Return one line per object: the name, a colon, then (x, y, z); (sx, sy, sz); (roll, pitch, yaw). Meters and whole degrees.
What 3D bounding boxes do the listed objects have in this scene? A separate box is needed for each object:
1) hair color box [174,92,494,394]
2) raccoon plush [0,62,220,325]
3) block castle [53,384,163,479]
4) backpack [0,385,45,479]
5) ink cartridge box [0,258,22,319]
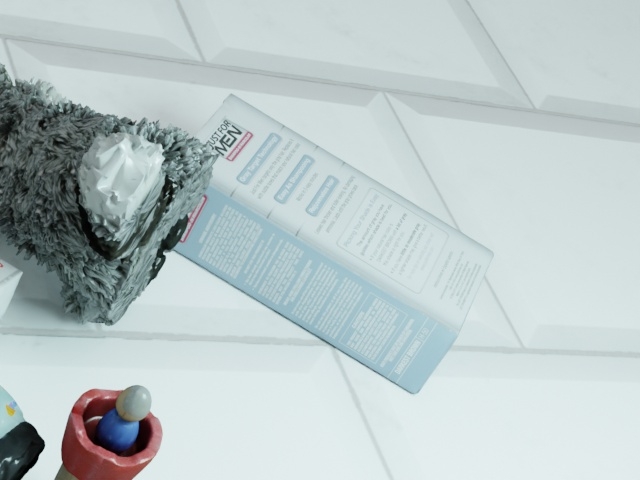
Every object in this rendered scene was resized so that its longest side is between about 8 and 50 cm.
hair color box: (0.000, 0.000, 1.864); (0.374, 0.113, 0.185); (32, 35, 1)
raccoon plush: (-0.272, -0.105, 1.581); (0.299, 0.446, 0.216); (32, 67, 4)
block castle: (-0.195, 0.327, 1.239); (0.303, 0.213, 0.453); (38, 36, 10)
backpack: (-0.342, 0.159, 1.386); (0.182, 0.115, 0.152); (42, 39, 3)
ink cartridge box: (-0.413, 0.028, 1.515); (0.218, 0.092, 0.158); (32, 14, 0)
